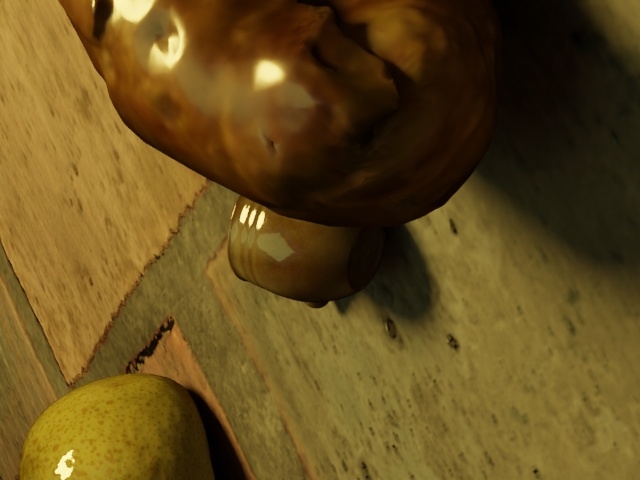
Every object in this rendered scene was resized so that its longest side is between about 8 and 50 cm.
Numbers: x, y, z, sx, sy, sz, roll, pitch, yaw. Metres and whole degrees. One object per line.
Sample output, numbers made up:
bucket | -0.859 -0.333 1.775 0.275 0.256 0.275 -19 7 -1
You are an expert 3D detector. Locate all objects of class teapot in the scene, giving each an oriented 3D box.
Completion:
teapot | 0.000 0.000 0.750 0.080 0.085 0.110 19 158 28

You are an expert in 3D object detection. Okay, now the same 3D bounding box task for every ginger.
ginger | -0.043 -0.142 0.598 0.321 0.165 0.172 59 167 9

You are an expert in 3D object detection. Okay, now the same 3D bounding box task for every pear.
pear | -0.141 0.179 1.007 0.167 0.136 0.167 165 90 -78
